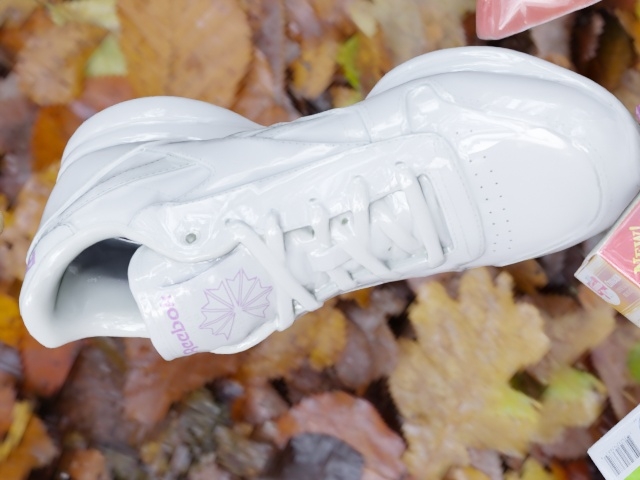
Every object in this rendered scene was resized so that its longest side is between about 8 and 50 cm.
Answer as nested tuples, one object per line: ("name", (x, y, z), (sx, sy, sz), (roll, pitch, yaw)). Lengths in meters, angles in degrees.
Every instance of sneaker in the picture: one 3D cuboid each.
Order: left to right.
("sneaker", (0.000, 0.000, 0.784), (0.305, 0.114, 0.152), (-7, 37, 25))

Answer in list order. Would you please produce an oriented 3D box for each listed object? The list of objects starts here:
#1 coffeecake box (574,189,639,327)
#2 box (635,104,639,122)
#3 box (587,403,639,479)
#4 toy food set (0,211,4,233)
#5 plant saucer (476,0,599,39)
("coffeecake box", (0.220, 0.013, 0.677), (0.185, 0.068, 0.142), (39, 83, 6))
("box", (0.312, 0.036, 1.067), (0.117, 0.243, 0.213), (-24, 47, 10))
("box", (0.378, 0.172, 1.286), (0.262, 0.127, 0.231), (-47, 57, 21))
("toy food set", (-0.211, -0.027, 0.893), (0.083, 0.083, 0.020), (-3, 48, 23))
("plant saucer", (0.182, -0.229, 0.797), (0.259, 0.047, 0.258), (-20, 39, 23))
